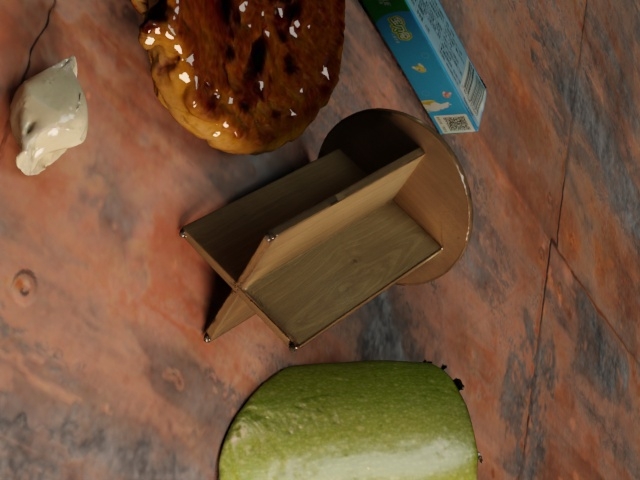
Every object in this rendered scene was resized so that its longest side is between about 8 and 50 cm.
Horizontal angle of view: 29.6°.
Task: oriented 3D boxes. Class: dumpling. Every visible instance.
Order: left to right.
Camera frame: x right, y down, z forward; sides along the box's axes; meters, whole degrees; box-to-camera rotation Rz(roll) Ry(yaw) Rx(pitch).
[{"bbox_3d":[-0.180,-0.081,0.799,0.052,0.057,0.076,-2,62,-25],"label":"dumpling"}]

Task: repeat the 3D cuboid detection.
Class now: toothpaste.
[{"bbox_3d":[0.109,-0.218,1.297,0.266,0.050,0.065,51,47,-47],"label":"toothpaste"}]

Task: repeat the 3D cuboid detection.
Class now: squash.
[{"bbox_3d":[0.000,0.204,1.112,0.260,0.189,0.189,-2,91,-25],"label":"squash"}]

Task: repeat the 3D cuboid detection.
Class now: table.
[{"bbox_3d":[0.000,0.000,1.011,0.227,0.167,0.167,-31,115,-47],"label":"table"}]

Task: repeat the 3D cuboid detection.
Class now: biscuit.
[{"bbox_3d":[-0.067,-0.236,0.962,0.289,0.081,0.334,15,79,-60],"label":"biscuit"}]
